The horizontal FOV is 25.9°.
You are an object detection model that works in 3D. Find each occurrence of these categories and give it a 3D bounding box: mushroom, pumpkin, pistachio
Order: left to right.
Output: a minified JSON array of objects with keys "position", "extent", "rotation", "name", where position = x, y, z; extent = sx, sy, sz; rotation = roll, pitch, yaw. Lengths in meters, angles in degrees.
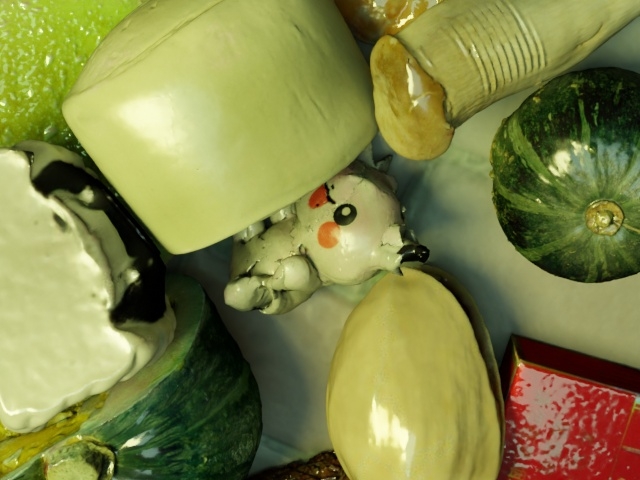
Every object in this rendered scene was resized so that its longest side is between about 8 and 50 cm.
[{"position":[-0.178,0.196,1.205],"extent":[0.293,0.263,0.197],"rotation":[-31,111,4],"name":"pumpkin"},{"position":[0.084,0.135,1.224],"extent":[0.157,0.157,0.229],"rotation":[-1,87,2],"name":"pistachio"},{"position":[0.186,-0.194,1.129],"extent":[0.351,0.095,0.122],"rotation":[-38,131,-13],"name":"mushroom"},{"position":[0.234,-0.055,1.178],"extent":[0.190,0.146,0.190],"rotation":[0,107,0],"name":"pumpkin"}]

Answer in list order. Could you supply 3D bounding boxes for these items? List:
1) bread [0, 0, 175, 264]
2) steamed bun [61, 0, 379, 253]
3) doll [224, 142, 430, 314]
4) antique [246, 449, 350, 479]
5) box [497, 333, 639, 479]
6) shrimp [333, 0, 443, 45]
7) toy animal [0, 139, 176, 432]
[{"position":[-0.214,-0.096,1.184],"extent":[0.301,0.045,0.301],"rotation":[-5,103,-19],"name":"bread"},{"position":[-0.066,-0.117,1.125],"extent":[0.250,0.155,0.200],"rotation":[-40,111,-30],"name":"steamed bun"},{"position":[0.000,0.000,1.217],"extent":[0.192,0.149,0.095],"rotation":[-27,130,19],"name":"doll"},{"position":[-0.084,0.288,1.314],"extent":[0.310,0.087,0.093],"rotation":[-22,102,8],"name":"antique"},{"position":[0.298,0.227,1.283],"extent":[0.313,0.089,0.197],"rotation":[15,104,-3],"name":"box"},{"position":[0.036,-0.274,1.170],"extent":[0.164,0.062,0.317],"rotation":[-43,104,12],"name":"shrimp"},{"position":[-0.229,0.041,1.109],"extent":[0.204,0.156,0.208],"rotation":[-32,83,-4],"name":"toy animal"}]
